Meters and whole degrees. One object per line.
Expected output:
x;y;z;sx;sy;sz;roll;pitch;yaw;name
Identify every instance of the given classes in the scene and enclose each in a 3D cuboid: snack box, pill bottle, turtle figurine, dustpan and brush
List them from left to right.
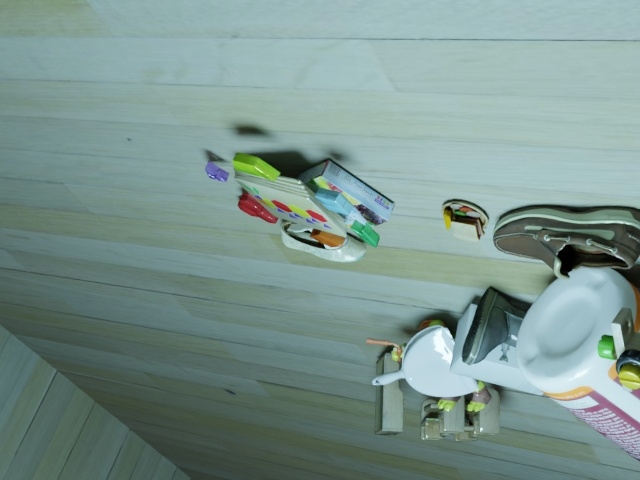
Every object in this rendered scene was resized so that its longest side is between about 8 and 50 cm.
0.037;-0.071;1.886;0.141;0.037;0.100;33;156;-20;snack box
0.184;0.248;2.193;0.211;0.060;0.147;-24;101;23;dustpan and brush
0.240;0.232;2.247;0.269;0.087;0.217;-10;120;23;turtle figurine
0.524;0.228;1.859;0.392;0.224;0.224;36;152;-25;pill bottle

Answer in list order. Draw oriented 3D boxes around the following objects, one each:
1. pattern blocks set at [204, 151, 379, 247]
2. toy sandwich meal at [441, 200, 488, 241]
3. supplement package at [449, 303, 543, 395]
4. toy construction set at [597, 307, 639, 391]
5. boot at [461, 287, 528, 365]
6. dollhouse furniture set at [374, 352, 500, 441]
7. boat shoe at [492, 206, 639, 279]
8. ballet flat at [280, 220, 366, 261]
-0.051;-0.067;1.899;0.324;0.026;0.285;20;165;31;pattern blocks set
0.227;-0.030;1.819;0.085;0.029;0.086;18;155;9;toy sandwich meal
0.336;0.198;2.069;0.179;0.105;0.105;14;156;-2;supplement package
0.544;0.152;1.650;0.237;0.258;0.309;-2;149;35;toy construction set
0.359;0.181;1.970;0.208;0.190;0.076;30;138;0;boot
0.243;0.332;2.430;0.242;0.161;0.212;4;165;-7;dollhouse furniture set
0.358;0.008;1.707;0.257;0.095;0.095;-6;143;46;boat shoe
0.000;0.000;2.041;0.168;0.057;0.052;10;142;25;ballet flat
